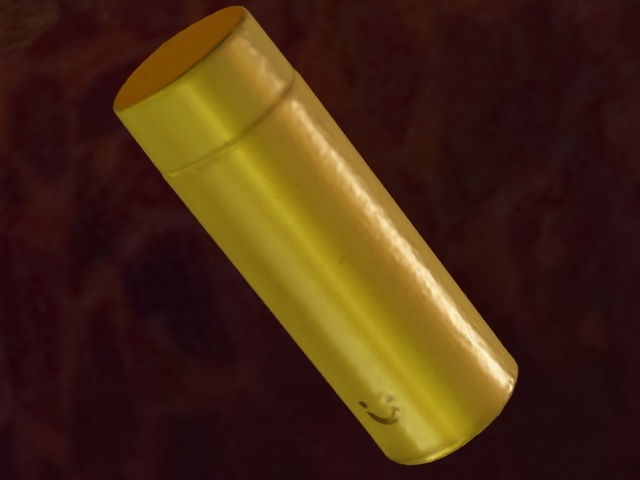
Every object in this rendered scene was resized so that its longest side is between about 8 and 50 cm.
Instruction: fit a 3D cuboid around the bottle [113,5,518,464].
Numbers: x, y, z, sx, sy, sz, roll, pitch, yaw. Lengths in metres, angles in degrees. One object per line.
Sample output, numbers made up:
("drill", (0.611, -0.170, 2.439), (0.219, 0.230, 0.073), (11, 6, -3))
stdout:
("bottle", (0.000, 0.000, 0.820), (0.201, 0.072, 0.072), (52, -125, -19))
